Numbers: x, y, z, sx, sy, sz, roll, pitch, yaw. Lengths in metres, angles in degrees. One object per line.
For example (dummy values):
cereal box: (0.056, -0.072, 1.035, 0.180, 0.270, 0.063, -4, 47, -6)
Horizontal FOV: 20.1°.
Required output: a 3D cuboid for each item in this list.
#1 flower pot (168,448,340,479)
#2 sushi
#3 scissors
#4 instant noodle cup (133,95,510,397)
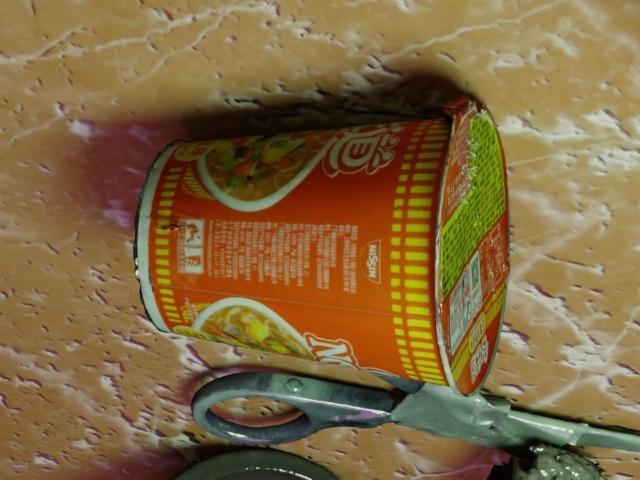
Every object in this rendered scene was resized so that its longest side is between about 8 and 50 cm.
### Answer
flower pot: (-0.074, 0.304, 1.556, 0.235, 0.235, 0.148, 20, 160, -16)
sushi: (0.178, 0.216, 1.433, 0.098, 0.094, 0.084, 20, 142, -15)
scissors: (0.111, 0.134, 1.424, 0.383, 0.029, 0.256, 18, 140, -16)
instant noodle cup: (0.000, 0.000, 1.163, 0.212, 0.193, 0.193, 3, 143, 19)
